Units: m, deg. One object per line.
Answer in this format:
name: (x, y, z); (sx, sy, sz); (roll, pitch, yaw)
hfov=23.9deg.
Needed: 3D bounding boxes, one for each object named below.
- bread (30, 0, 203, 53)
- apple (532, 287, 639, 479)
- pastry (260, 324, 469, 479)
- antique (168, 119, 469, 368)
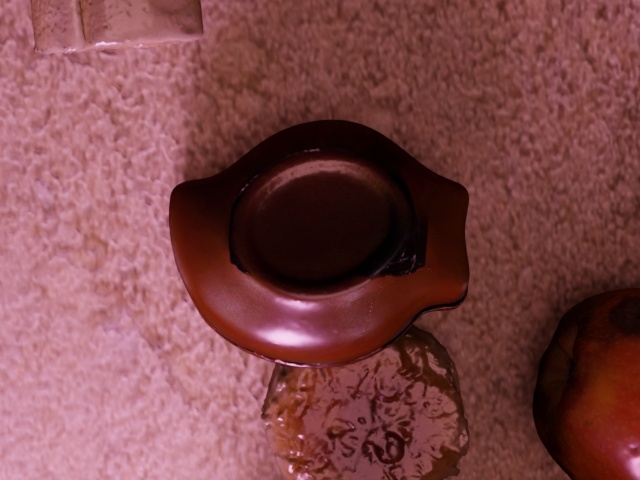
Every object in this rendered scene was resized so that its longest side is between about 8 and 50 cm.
bread: (-0.178, -0.235, 1.303); (0.148, 0.134, 0.141); (-6, 99, -18)
apple: (0.312, 0.153, 1.426); (0.230, 0.230, 0.230); (-2, 103, -9)
pastry: (0.042, 0.163, 1.444); (0.192, 0.093, 0.182); (-18, 98, -2)
antique: (0.000, 0.000, 1.364); (0.278, 0.129, 0.224); (6, 74, 0)
